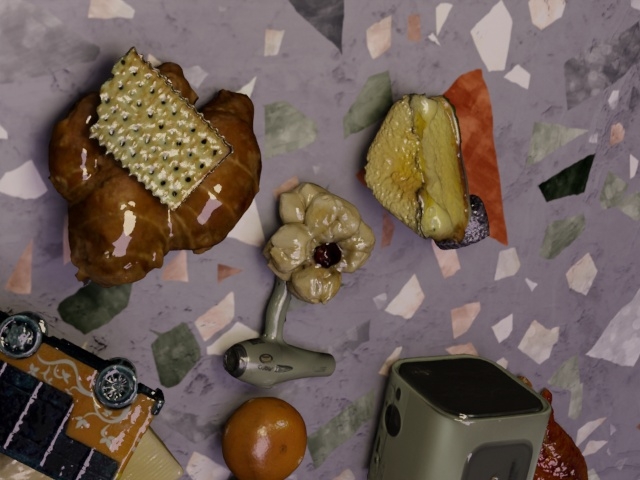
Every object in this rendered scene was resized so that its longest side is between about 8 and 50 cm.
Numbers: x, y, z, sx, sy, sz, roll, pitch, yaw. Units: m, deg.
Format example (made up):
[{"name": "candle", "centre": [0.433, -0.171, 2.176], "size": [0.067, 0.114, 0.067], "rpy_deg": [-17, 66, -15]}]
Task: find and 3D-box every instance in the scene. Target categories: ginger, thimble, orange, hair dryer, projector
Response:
[{"name": "ginger", "centre": [-0.232, -0.104, 1.578], "size": [0.357, 0.152, 0.274], "rpy_deg": [-26, 92, -21]}, {"name": "thimble", "centre": [0.244, -0.033, 1.907], "size": [0.104, 0.095, 0.066], "rpy_deg": [-15, 114, 18]}, {"name": "orange", "centre": [-0.100, 0.345, 1.863], "size": [0.156, 0.124, 0.156], "rpy_deg": [-8, 102, -39]}, {"name": "hair dryer", "centre": [-0.044, 0.163, 1.856], "size": [0.219, 0.088, 0.225], "rpy_deg": [36, 76, -42]}, {"name": "projector", "centre": [0.251, 0.374, 1.991], "size": [0.248, 0.248, 0.249], "rpy_deg": [-1, 111, -29]}]

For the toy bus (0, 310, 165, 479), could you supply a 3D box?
[{"name": "toy bus", "centre": [-0.402, 0.217, 1.534], "size": [0.323, 0.162, 0.194], "rpy_deg": [28, 84, -8]}]

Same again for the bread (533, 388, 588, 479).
[{"name": "bread", "centre": [0.476, 0.445, 2.245], "size": [0.139, 0.095, 0.269], "rpy_deg": [-38, 120, -19]}]

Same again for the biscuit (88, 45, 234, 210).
[{"name": "biscuit", "centre": [-0.231, -0.150, 1.494], "size": [0.203, 0.016, 0.144], "rpy_deg": [43, 72, -10]}]

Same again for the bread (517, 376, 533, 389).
[{"name": "bread", "centre": [0.367, 0.381, 2.148], "size": [0.104, 0.076, 0.233], "rpy_deg": [19, 89, 4]}]

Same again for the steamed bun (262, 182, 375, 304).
[{"name": "steamed bun", "centre": [0.000, 0.000, 1.758], "size": [0.177, 0.106, 0.192], "rpy_deg": [-49, 119, -17]}]

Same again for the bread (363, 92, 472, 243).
[{"name": "bread", "centre": [0.152, -0.109, 1.793], "size": [0.174, 0.133, 0.252], "rpy_deg": [-5, 86, -57]}]

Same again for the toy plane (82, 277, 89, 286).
[{"name": "toy plane", "centre": [-0.313, 0.032, 1.651], "size": [0.120, 0.049, 0.031], "rpy_deg": [-29, 123, 5]}]

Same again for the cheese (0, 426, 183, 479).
[{"name": "cheese", "centre": [-0.391, 0.359, 1.706], "size": [0.265, 0.124, 0.242], "rpy_deg": [-38, 125, -10]}]
